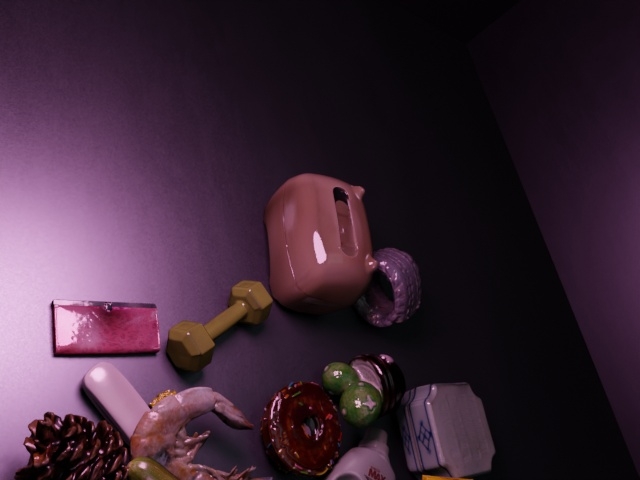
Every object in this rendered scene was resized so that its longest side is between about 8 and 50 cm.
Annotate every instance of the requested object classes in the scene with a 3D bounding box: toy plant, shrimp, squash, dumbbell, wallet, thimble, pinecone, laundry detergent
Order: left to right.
[{"bbox_3d":[-0.443,0.402,1.025,0.204,0.179,0.184,58,21,-51],"label":"pinecone"},{"bbox_3d":[-0.466,0.192,1.276,0.232,0.025,0.119,8,60,-41],"label":"wallet"},{"bbox_3d":[-0.283,0.497,1.125,0.229,0.066,0.066,45,41,-15],"label":"squash"},{"bbox_3d":[-0.238,0.457,1.254,0.360,0.085,0.247,33,61,-28],"label":"shrimp"},{"bbox_3d":[-0.241,0.202,1.427,0.302,0.121,0.108,-36,121,-50],"label":"dumbbell"},{"bbox_3d":[0.094,0.650,1.458,0.264,0.124,0.398,40,42,-18],"label":"laundry detergent"},{"bbox_3d":[0.120,0.410,1.593,0.235,0.175,0.218,-3,27,-38],"label":"toy plant"},{"bbox_3d":[0.213,0.145,1.840,0.172,0.205,0.236,-19,78,-50],"label":"thimble"}]

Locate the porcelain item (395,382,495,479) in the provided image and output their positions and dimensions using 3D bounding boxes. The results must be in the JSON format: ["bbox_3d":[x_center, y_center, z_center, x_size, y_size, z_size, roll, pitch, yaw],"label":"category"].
[{"bbox_3d":[0.374,0.581,1.750,0.281,0.157,0.286,9,60,-42],"label":"porcelain item"}]

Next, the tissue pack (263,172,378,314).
[{"bbox_3d":[0.000,0.000,1.674,0.267,0.277,0.387,15,54,-35],"label":"tissue pack"}]

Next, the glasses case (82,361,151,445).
[{"bbox_3d":[-0.415,0.341,1.207,0.197,0.049,0.076,54,41,-7],"label":"glasses case"}]

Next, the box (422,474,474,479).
[{"bbox_3d":[0.334,0.776,1.555,0.152,0.043,0.269,8,80,-10],"label":"box"}]

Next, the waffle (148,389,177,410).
[{"bbox_3d":[-0.339,0.373,1.290,0.078,0.016,0.085,50,40,-8],"label":"waffle"}]

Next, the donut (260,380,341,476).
[{"bbox_3d":[-0.050,0.474,1.454,0.235,0.089,0.235,24,49,-31],"label":"donut"}]
